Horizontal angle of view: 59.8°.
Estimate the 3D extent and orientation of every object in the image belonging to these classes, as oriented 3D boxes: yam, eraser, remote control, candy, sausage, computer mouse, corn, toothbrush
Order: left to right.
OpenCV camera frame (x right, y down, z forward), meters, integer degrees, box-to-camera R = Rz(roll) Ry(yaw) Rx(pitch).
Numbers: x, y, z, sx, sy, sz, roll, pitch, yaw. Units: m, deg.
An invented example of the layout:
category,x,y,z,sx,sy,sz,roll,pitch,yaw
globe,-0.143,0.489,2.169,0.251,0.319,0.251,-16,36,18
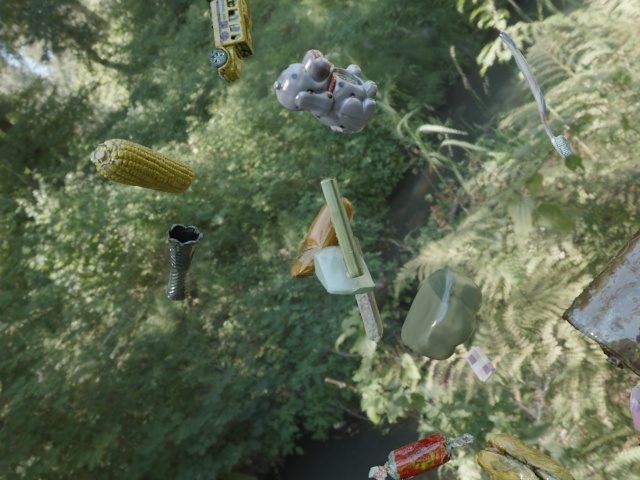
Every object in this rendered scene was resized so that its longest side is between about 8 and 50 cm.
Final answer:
category,x,y,z,sx,sy,sz,roll,pitch,yaw
corn,-0.573,-0.238,1.852,0.144,0.387,0.144,-5,80,32
sausage,0.003,0.004,1.903,0.134,0.116,0.354,-5,46,46
computer mouse,0.054,0.071,1.439,0.231,0.127,0.079,-131,40,-62
remote control,0.051,-0.030,1.262,0.038,0.234,0.098,-16,4,7
candy,0.257,0.558,1.439,0.292,0.059,0.086,-23,8,4
eraser,0.537,0.414,1.869,0.105,0.026,0.065,57,136,32
toothbrush,0.403,-0.270,1.040,0.027,0.269,0.021,-24,16,35
yam,0.380,0.012,0.557,0.280,0.131,0.131,-49,17,5

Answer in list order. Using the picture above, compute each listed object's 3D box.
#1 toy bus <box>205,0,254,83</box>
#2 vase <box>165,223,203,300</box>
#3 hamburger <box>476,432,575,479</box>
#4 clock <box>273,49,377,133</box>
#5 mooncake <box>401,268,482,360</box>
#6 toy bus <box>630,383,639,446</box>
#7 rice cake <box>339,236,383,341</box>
category,x,y,z,sx,sy,sz,roll,pitch,yaw
toy bus,-0.264,-0.635,1.613,0.121,0.123,0.336,42,-141,-80
vase,-0.441,0.076,1.755,0.115,0.115,0.237,-84,7,-60
hamburger,0.620,0.693,1.653,0.144,0.259,0.283,-47,43,-16
clock,-0.004,-0.386,1.431,0.189,0.254,0.189,-13,74,49
mooncake,0.345,0.214,1.584,0.275,0.135,0.275,-59,7,12
toy bus,0.882,0.357,1.238,0.386,0.162,0.171,-13,-14,-7
rice cake,0.144,0.166,1.935,0.064,0.399,0.070,-11,15,24
